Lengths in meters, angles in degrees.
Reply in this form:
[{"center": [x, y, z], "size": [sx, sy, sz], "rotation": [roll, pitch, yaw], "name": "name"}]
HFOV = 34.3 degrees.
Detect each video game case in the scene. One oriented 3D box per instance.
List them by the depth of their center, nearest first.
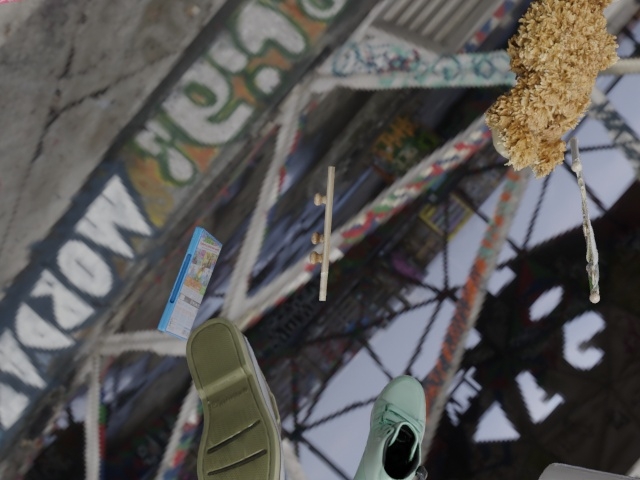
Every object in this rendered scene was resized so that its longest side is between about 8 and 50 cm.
[{"center": [-0.202, 0.069, 1.619], "size": [0.119, 0.015, 0.166], "rotation": [53, 56, -74], "name": "video game case"}]

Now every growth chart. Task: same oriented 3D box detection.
[{"center": [0.414, -0.038, 1.626], "size": [0.021, 0.237, 0.172], "rotation": [-8, -169, 14], "name": "growth chart"}]

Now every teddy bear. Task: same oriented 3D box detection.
[{"center": [0.315, -0.239, 1.319], "size": [0.245, 0.113, 0.338], "rotation": [35, 79, -50], "name": "teddy bear"}]

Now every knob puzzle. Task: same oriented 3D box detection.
[{"center": [0.000, 0.000, 1.598], "size": [0.213, 0.030, 0.213], "rotation": [3, 90, -90], "name": "knob puzzle"}]

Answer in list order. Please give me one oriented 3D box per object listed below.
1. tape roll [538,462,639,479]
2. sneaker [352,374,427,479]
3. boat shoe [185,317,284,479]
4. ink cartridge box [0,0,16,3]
[{"center": [0.416, 0.470, 1.557], "size": [0.246, 0.169, 0.246], "rotation": [-15, 108, -58], "name": "tape roll"}, {"center": [0.130, 0.291, 1.589], "size": [0.151, 0.094, 0.256], "rotation": [-58, -174, 49], "name": "sneaker"}, {"center": [-0.093, 0.243, 1.314], "size": [0.113, 0.302, 0.103], "rotation": [-21, 142, 13], "name": "boat shoe"}, {"center": [-0.297, -0.389, 1.353], "size": [0.172, 0.100, 0.237], "rotation": [-7, -168, 43], "name": "ink cartridge box"}]
